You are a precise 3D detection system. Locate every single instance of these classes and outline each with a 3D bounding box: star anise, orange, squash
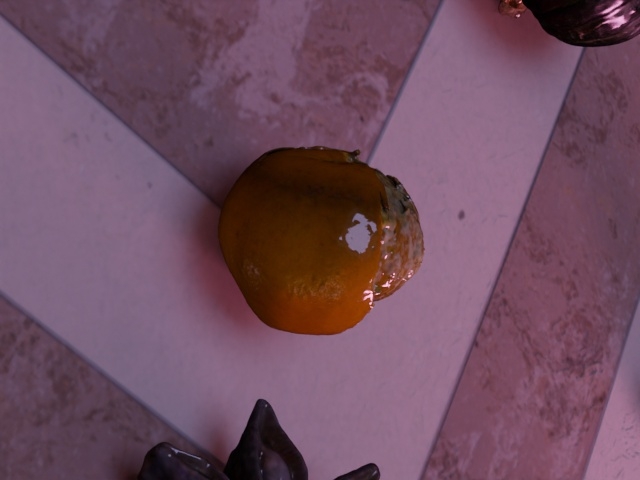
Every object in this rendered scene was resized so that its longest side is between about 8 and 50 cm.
[{"bbox_3d":[-0.036,0.232,1.056,0.223,0.109,0.236,-7,65,-47],"label":"star anise"},{"bbox_3d":[0.000,0.000,1.136,0.157,0.156,0.134,-4,121,-42],"label":"orange"},{"bbox_3d":[0.222,-0.260,1.387,0.193,0.156,0.193,-21,90,-85],"label":"squash"}]
